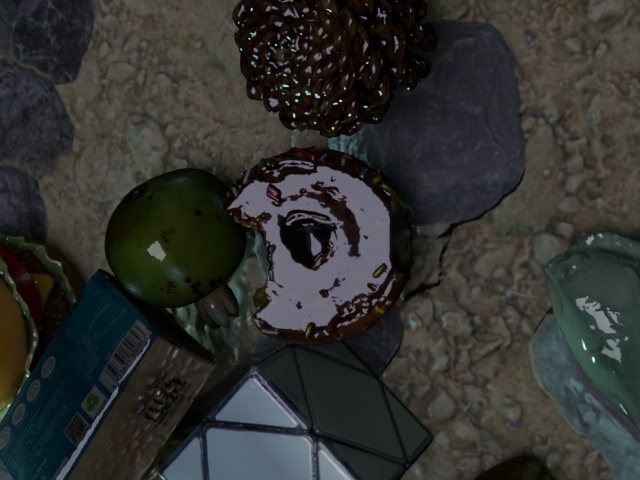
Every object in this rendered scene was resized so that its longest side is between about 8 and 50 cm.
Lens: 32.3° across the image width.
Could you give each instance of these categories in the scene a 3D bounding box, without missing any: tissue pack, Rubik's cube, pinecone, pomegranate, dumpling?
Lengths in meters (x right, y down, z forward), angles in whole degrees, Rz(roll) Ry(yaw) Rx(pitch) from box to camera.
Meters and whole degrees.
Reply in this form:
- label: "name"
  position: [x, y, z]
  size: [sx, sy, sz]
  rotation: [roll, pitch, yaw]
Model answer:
- label: "tissue pack"
  position: [-0.268, 0.201, 1.369]
  size: [0.271, 0.134, 0.192]
  rotation: [-56, 39, 3]
- label: "Rubik's cube"
  position: [-0.026, 0.255, 1.313]
  size: [0.207, 0.205, 0.205]
  rotation: [48, 114, 10]
- label: "pinecone"
  position: [0.020, -0.219, 1.201]
  size: [0.221, 0.221, 0.222]
  rotation: [5, 102, 23]
- label: "pomegranate"
  position: [-0.162, 0.018, 1.358]
  size: [0.180, 0.180, 0.210]
  rotation: [-24, 110, 26]
- label: "dumpling"
  position: [0.333, 0.091, 1.173]
  size: [0.149, 0.105, 0.217]
  rotation: [-23, 90, 26]

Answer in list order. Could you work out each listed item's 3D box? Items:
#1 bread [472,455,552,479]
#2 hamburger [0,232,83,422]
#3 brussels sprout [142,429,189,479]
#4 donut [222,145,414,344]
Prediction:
- label: "bread"
  position: [0.159, 0.356, 1.263]
  size: [0.234, 0.184, 0.110]
  rotation: [-37, 90, 25]
- label: "hamburger"
  position: [-0.462, 0.125, 1.477]
  size: [0.274, 0.212, 0.275]
  rotation: [5, 102, 23]
- label: "brussels sprout"
  position: [-0.206, 0.316, 1.452]
  size: [0.151, 0.149, 0.122]
  rotation: [-48, 41, -8]
- label: "donut"
  position: [0.000, 0.001, 1.293]
  size: [0.216, 0.096, 0.230]
  rotation: [-24, 90, 7]
